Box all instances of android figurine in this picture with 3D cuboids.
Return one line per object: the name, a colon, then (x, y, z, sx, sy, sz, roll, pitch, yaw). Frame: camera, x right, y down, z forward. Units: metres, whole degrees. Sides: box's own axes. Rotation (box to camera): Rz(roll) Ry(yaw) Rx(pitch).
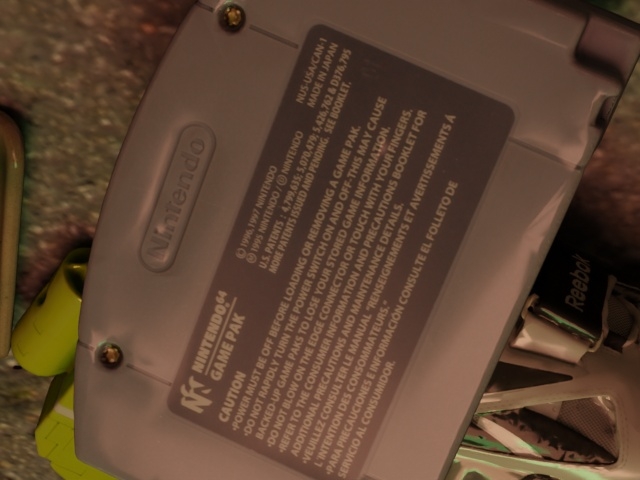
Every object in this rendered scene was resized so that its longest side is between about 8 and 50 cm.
android figurine: (-0.066, 0.097, 1.011, 0.248, 0.056, 0.273, 25, 136, -15)

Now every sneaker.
sneaker: (0.100, 0.047, 0.844, 0.331, 0.122, 0.146, -2, 112, 1)

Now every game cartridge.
game cartridge: (0.000, 0.000, 0.770, 0.198, 0.062, 0.297, 26, 110, 10)

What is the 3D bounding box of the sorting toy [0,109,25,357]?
sorting toy: (-0.275, -0.045, 0.916, 0.229, 0.041, 0.307, 15, 140, -2)
